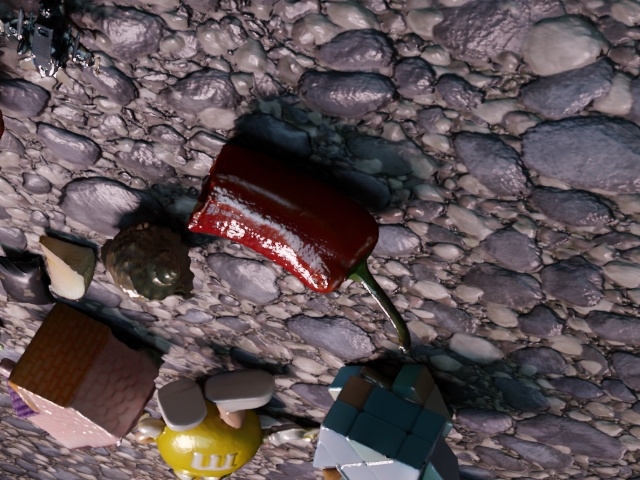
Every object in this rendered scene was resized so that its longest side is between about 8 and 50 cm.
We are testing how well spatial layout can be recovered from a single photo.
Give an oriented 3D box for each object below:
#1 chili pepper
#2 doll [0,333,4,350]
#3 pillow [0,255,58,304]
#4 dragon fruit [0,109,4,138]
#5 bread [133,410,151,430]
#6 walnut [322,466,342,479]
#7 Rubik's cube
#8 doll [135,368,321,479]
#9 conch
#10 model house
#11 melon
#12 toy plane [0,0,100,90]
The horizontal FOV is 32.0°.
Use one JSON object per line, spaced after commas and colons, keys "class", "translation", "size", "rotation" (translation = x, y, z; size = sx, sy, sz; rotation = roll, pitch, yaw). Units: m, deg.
{"class": "chili pepper", "translation": [0.002, -0.005, 1.450], "size": [0.338, 0.131, 0.134], "rotation": [27, 125, -7]}
{"class": "doll", "translation": [-0.711, 0.182, 2.253], "size": [0.150, 0.077, 0.115], "rotation": [16, 142, 29]}
{"class": "pillow", "translation": [-0.524, 0.072, 1.972], "size": [0.090, 0.048, 0.150], "rotation": [17, 149, 9]}
{"class": "dragon fruit", "translation": [-0.515, -0.155, 1.437], "size": [0.228, 0.243, 0.307], "rotation": [-3, -170, -4]}
{"class": "bread", "translation": [-0.433, 0.398, 2.463], "size": [0.109, 0.062, 0.043], "rotation": [7, 148, 14]}
{"class": "walnut", "translation": [0.132, 0.542, 2.250], "size": [0.298, 0.203, 0.203], "rotation": [29, 154, 15]}
{"class": "Rubik's cube", "translation": [0.124, 0.319, 1.867], "size": [0.265, 0.213, 0.224], "rotation": [25, 138, 12]}
{"class": "doll", "translation": [-0.194, 0.359, 2.168], "size": [0.348, 0.161, 0.423], "rotation": [-13, 151, 19]}
{"class": "conch", "translation": [-0.265, 0.041, 1.685], "size": [0.207, 0.130, 0.155], "rotation": [5, 138, 50]}
{"class": "model house", "translation": [-0.469, 0.252, 2.108], "size": [0.237, 0.202, 0.237], "rotation": [40, 149, -24]}
{"class": "melon", "translation": [-0.428, 0.059, 1.893], "size": [0.098, 0.054, 0.182], "rotation": [23, 151, 6]}
{"class": "toy plane", "translation": [-0.314, -0.248, 1.290], "size": [0.135, 0.062, 0.188], "rotation": [22, 151, -3]}
